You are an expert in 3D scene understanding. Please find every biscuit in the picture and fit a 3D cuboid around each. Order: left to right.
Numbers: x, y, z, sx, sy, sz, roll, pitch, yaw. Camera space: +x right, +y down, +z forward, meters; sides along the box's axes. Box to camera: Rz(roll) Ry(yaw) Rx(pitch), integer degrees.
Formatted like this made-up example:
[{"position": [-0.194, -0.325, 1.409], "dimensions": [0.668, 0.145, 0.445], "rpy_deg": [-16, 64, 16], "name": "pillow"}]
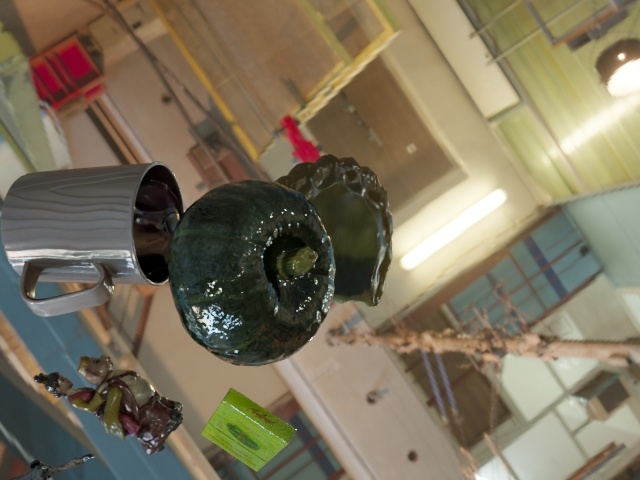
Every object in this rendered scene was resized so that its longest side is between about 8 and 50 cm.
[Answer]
[{"position": [0.000, 0.000, 1.666], "dimensions": [0.335, 0.329, 0.078], "rpy_deg": [-14, -170, -21], "name": "biscuit"}]

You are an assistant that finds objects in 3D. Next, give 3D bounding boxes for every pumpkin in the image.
[{"position": [-0.099, 0.051, 1.337], "dimensions": [0.207, 0.300, 0.300], "rpy_deg": [-3, -157, 38], "name": "pumpkin"}]

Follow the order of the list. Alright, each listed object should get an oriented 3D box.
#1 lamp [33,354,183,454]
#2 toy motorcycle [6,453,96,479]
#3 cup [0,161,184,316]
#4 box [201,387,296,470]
[{"position": [-0.360, 0.268, 1.454], "dimensions": [0.118, 0.253, 0.118], "rpy_deg": [-52, -172, 11], "name": "lamp"}, {"position": [-0.490, 0.438, 1.300], "dimensions": [0.401, 0.207, 0.134], "rpy_deg": [-25, -138, 26], "name": "toy motorcycle"}, {"position": [-0.400, 0.003, 1.491], "dimensions": [0.273, 0.288, 0.208], "rpy_deg": [-1, 166, 15], "name": "cup"}, {"position": [-0.187, 0.478, 2.092], "dimensions": [0.047, 0.187, 0.335], "rpy_deg": [-55, 179, -30], "name": "box"}]
